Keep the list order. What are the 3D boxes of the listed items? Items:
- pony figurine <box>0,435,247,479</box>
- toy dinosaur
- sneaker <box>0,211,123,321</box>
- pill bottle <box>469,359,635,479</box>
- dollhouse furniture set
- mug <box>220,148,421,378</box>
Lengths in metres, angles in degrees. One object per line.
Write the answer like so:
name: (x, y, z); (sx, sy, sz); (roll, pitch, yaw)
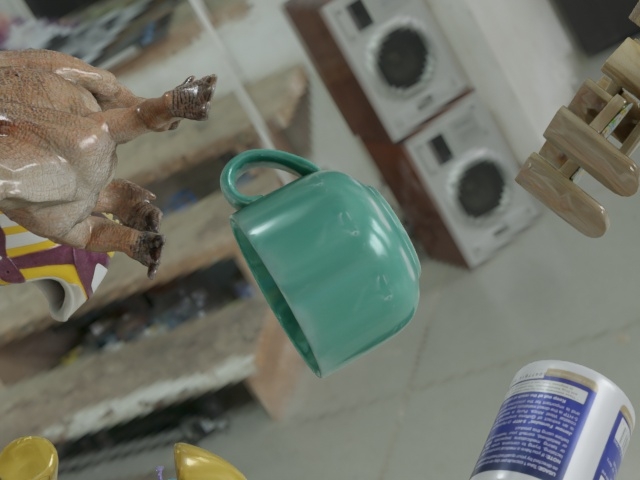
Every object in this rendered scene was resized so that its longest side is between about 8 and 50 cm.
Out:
pony figurine: (-0.173, 0.286, 1.233); (0.351, 0.363, 0.302); (-13, 57, 8)
toy dinosaur: (-0.176, -0.065, 0.901); (0.295, 0.200, 0.127); (-128, 54, -78)
sneaker: (-0.210, -0.016, 1.021); (0.069, 0.185, 0.084); (10, 69, 54)
pill bottle: (0.182, 0.202, 1.312); (0.112, 0.112, 0.186); (-10, 39, 43)
dollhouse furniture set: (0.315, -0.119, 1.320); (0.212, 0.161, 0.242); (-46, -10, -28)
mug: (0.004, 0.005, 1.099); (0.097, 0.157, 0.129); (-29, 14, -8)
